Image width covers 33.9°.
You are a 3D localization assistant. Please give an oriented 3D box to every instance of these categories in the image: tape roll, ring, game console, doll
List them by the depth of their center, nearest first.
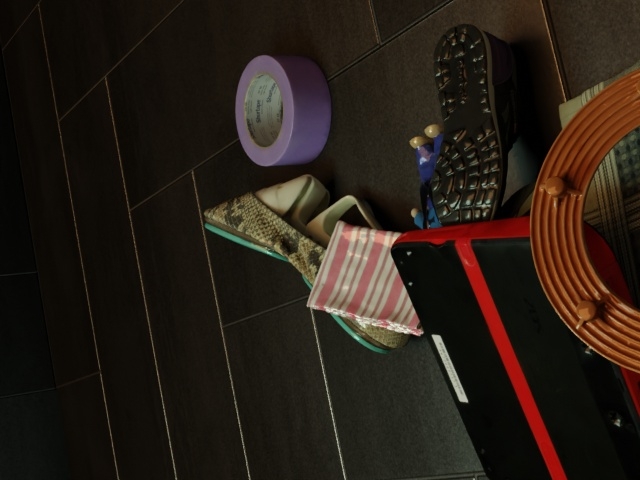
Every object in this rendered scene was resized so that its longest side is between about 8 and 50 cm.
[{"bbox_3d":[0.365,-0.029,1.050,0.336,0.032,0.337,-7,77,32],"label":"ring"},{"bbox_3d":[0.266,0.153,1.298,0.342,0.060,0.386,-5,112,58],"label":"game console"},{"bbox_3d":[0.165,-0.064,1.499,0.129,0.046,0.189,-36,53,52],"label":"doll"},{"bbox_3d":[-0.066,-0.223,1.810,0.189,0.080,0.189,9,101,54],"label":"tape roll"}]

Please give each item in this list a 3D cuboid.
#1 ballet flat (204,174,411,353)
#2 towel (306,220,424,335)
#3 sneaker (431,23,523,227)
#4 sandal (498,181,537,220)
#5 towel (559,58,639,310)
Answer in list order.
[{"bbox_3d":[0.000,0.000,1.710,0.483,0.164,0.182,34,100,42],"label":"ballet flat"},{"bbox_3d":[0.084,0.050,1.528,0.197,0.029,0.144,12,74,28],"label":"towel"},{"bbox_3d":[0.223,-0.132,1.362,0.107,0.124,0.283,-3,83,45],"label":"sneaker"},{"bbox_3d":[0.241,0.026,1.379,0.303,0.086,0.120,135,153,-62],"label":"sandal"},{"bbox_3d":[0.403,-0.064,1.159,0.312,0.056,0.324,-30,62,56],"label":"towel"}]
